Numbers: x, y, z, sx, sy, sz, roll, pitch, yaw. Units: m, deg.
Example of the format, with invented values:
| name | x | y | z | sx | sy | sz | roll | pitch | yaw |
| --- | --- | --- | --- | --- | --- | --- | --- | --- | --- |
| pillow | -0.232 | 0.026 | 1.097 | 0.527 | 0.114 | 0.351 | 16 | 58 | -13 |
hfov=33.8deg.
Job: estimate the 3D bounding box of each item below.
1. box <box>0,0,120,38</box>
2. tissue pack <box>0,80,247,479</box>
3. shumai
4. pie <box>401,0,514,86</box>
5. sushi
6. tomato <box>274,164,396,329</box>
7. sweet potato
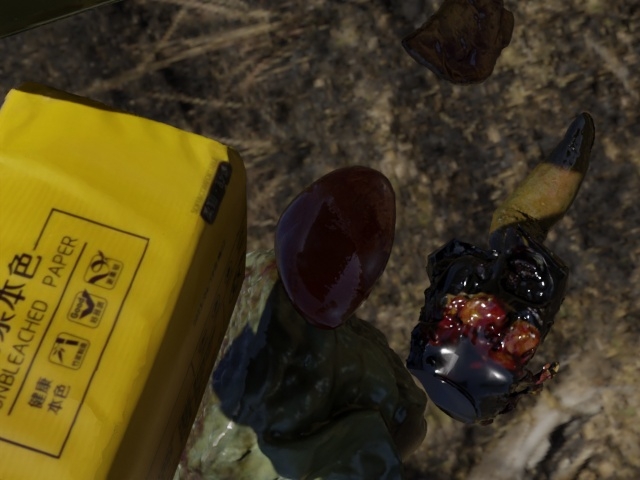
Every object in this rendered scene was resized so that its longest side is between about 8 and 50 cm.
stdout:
| name | x | y | z | sx | sy | sz | roll | pitch | yaw |
| --- | --- | --- | --- | --- | --- | --- | --- | --- | --- |
| box | -0.236 | -0.252 | 0.731 | 0.373 | 0.420 | 0.138 | 21 | 129 | 42 |
| tissue pack | -0.217 | 0.116 | 0.856 | 0.293 | 0.228 | 0.381 | 104 | -177 | -65 |
| shumai | -0.018 | 0.225 | 1.426 | 0.395 | 0.348 | 0.395 | -55 | 24 | 40 |
| pie | 0.135 | -0.194 | 0.973 | 0.092 | 0.170 | 0.034 | 48 | 140 | -17 |
| sushi | 0.157 | 0.097 | 1.037 | 0.153 | 0.150 | 0.172 | 39 | 152 | -5 |
| tomato | 0.005 | 0.001 | 1.151 | 0.082 | 0.166 | 0.174 | 30 | -146 | -36 |
| sweet potato | 0.331 | -0.049 | 1.621 | 0.098 | 0.310 | 0.124 | 34 | 166 | -6 |
